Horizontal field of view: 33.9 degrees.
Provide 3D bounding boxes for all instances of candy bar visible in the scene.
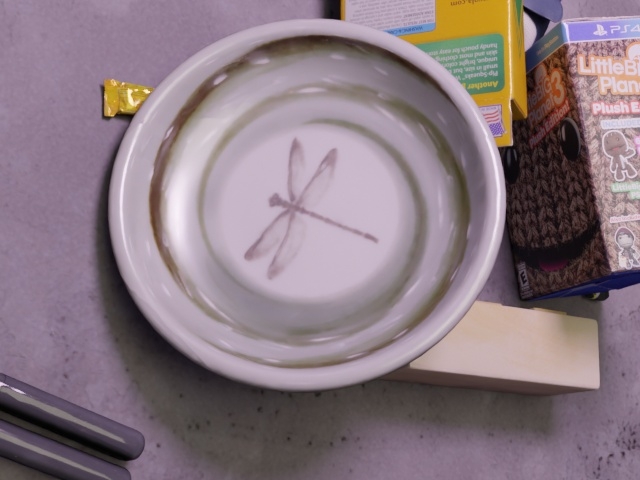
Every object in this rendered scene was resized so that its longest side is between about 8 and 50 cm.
[{"bbox_3d":[-0.156,-0.144,1.139,0.161,0.018,0.040,6,79,-29],"label":"candy bar"}]

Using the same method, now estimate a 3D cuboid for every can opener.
[{"bbox_3d":[-0.286,0.155,0.946,0.283,0.095,0.076,28,66,-21],"label":"can opener"}]

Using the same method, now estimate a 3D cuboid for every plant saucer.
[{"bbox_3d":[-0.013,-0.034,1.091,0.400,0.100,0.401,-1,71,4],"label":"plant saucer"}]

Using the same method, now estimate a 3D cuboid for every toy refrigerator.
[{"bbox_3d":[0.188,0.121,1.223,0.269,0.102,0.094,10,73,-27],"label":"toy refrigerator"}]

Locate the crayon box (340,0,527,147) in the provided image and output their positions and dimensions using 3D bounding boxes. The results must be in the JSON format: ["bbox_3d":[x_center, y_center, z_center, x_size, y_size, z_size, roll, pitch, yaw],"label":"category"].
[{"bbox_3d":[0.128,-0.243,1.214,0.083,0.203,0.323,26,62,-64],"label":"crayon box"}]

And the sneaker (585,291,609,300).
[{"bbox_3d":[0.369,0.041,1.392,0.035,0.031,0.083,24,72,-34],"label":"sneaker"}]

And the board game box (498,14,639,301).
[{"bbox_3d":[0.326,-0.090,1.263,0.141,0.232,0.291,-6,80,-15],"label":"board game box"}]

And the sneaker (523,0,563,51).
[{"bbox_3d":[0.172,-0.365,1.316,0.323,0.130,0.236,51,55,-16],"label":"sneaker"}]
